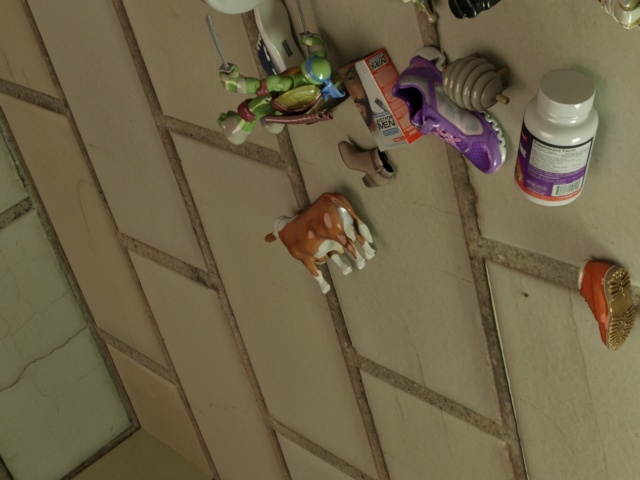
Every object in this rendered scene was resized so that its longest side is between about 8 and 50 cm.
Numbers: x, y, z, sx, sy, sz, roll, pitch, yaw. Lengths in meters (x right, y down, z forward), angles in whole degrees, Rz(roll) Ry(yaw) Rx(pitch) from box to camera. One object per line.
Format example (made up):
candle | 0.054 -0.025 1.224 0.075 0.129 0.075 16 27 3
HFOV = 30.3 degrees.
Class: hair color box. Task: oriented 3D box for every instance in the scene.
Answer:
hair color box | 0.108 -0.244 2.064 0.093 0.053 0.167 -9 112 60

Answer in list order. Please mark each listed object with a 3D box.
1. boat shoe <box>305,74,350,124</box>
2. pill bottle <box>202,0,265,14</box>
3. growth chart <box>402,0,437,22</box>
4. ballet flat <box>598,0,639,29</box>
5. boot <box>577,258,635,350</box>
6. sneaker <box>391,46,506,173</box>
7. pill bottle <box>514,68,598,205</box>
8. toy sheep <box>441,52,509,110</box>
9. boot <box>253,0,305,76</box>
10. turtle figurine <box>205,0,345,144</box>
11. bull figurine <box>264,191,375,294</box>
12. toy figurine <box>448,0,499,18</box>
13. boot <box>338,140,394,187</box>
boat shoe | 0.002 -0.277 2.184 0.190 0.068 0.072 -34 76 61
pill bottle | -0.245 -0.576 2.056 0.392 0.224 0.224 37 148 28
growth chart | 0.107 -0.411 1.775 0.172 0.021 0.237 55 -166 6
ballet flat | 0.427 -0.291 1.496 0.241 0.077 0.091 32 146 37
boot | 0.458 0.102 1.911 0.085 0.059 0.157 23 131 49
sneaker | 0.201 -0.196 1.920 0.236 0.104 0.095 52 151 2
pill bottle | 0.348 -0.152 1.737 0.108 0.108 0.193 37 147 29
toy sheep | 0.240 -0.242 1.825 0.132 0.091 0.091 30 143 38
boot | -0.096 -0.377 2.210 0.086 0.069 0.190 12 133 48
turtle figurine | -0.092 -0.305 2.104 0.275 0.197 0.266 35 144 -8
bull figurine | 0.000 0.000 2.452 0.188 0.101 0.310 51 154 -1
toy figurine | 0.205 -0.436 1.619 0.213 0.148 0.209 41 156 19
boot | 0.090 -0.153 2.213 0.118 0.042 0.087 53 146 0
